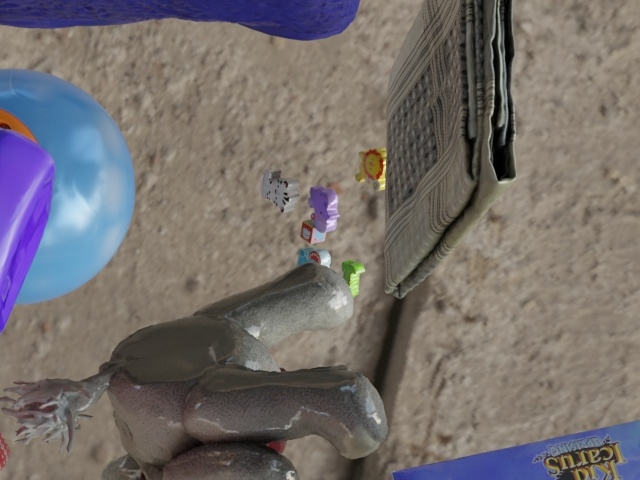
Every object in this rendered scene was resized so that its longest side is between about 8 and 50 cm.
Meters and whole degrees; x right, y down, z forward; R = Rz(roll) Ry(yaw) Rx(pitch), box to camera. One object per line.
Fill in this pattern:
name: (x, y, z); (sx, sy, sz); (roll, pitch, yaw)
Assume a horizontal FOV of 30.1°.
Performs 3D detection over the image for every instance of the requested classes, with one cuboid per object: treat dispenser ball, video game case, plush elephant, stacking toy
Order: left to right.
treat dispenser ball: (-0.371, -0.065, 1.451); (0.288, 0.288, 0.288); (9, 67, -21)
plush elephant: (-0.093, 0.210, 1.069); (0.330, 0.272, 0.255); (-13, 116, -9)
stacking toy: (0.000, 0.000, 1.440); (0.167, 0.221, 0.052); (-14, 34, -39)
video game case: (0.149, 0.238, 0.906); (0.269, 0.244, 0.061); (-7, 51, -23)

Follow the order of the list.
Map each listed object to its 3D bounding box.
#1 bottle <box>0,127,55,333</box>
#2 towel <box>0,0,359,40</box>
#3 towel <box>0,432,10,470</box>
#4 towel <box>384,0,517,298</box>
bottle: (-0.283, -0.037, 0.599); (0.282, 0.092, 0.118); (19, 53, -5)
towel: (-0.083, -0.182, 0.555); (0.227, 0.308, 0.076); (1, 79, -3)
towel: (-0.300, 0.110, 0.908); (0.031, 0.275, 0.199); (-27, 95, -6)
towel: (0.124, -0.133, 1.263); (0.056, 0.324, 0.312); (11, 64, -12)
